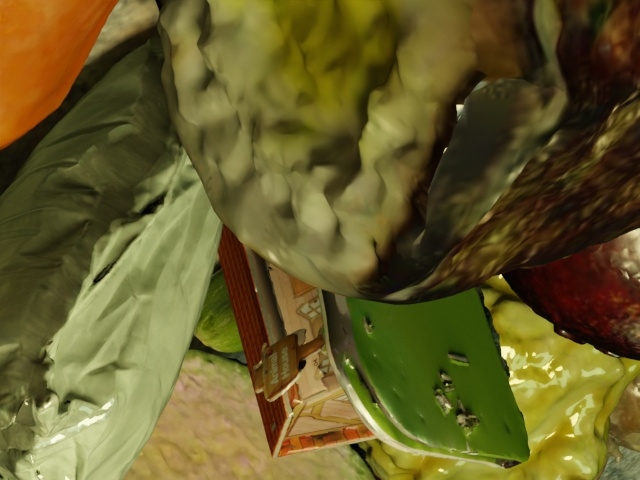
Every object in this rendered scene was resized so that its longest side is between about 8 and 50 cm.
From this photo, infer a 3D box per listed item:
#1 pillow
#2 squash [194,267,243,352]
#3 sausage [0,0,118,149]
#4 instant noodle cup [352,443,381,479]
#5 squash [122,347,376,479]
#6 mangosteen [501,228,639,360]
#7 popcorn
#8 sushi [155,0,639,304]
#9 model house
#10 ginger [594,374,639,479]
[{"bbox_3d":[-0.156,0.070,1.003,0.138,0.310,0.283,23,133,-7],"label":"pillow"},{"bbox_3d":[0.000,0.000,1.252,0.229,0.066,0.066,-41,151,3],"label":"squash"},{"bbox_3d":[-0.161,-0.147,0.771,0.141,0.153,0.268,11,125,-46],"label":"sausage"},{"bbox_3d":[0.004,0.283,1.498,0.251,0.251,0.190,-50,158,21],"label":"instant noodle cup"},{"bbox_3d":[-0.142,0.280,1.263,0.310,0.310,0.309,-4,139,-44],"label":"squash"},{"bbox_3d":[0.257,-0.051,1.237,0.293,0.297,0.297,-43,151,15],"label":"mangosteen"},{"bbox_3d":[0.141,0.103,1.417,0.256,0.195,0.255,-29,114,-5],"label":"popcorn"},{"bbox_3d":[0.079,-0.137,0.917,0.294,0.299,0.281,-14,162,-34],"label":"sushi"},{"bbox_3d":[-0.011,0.025,1.098,0.154,0.294,0.207,-28,156,26],"label":"model house"},{"bbox_3d":[0.249,0.130,1.615,0.375,0.176,0.256,-34,133,-2],"label":"ginger"}]
